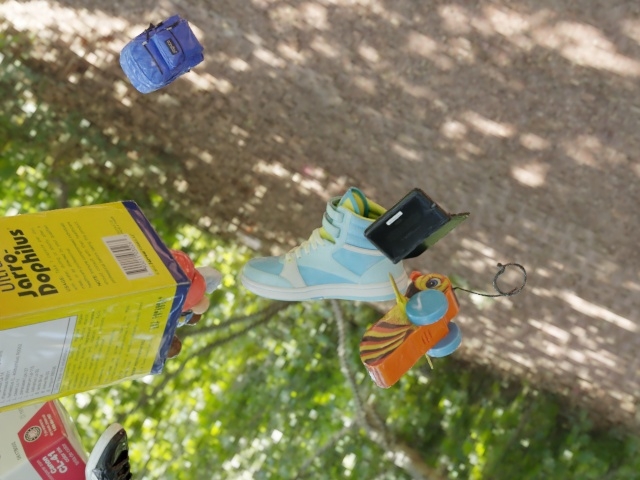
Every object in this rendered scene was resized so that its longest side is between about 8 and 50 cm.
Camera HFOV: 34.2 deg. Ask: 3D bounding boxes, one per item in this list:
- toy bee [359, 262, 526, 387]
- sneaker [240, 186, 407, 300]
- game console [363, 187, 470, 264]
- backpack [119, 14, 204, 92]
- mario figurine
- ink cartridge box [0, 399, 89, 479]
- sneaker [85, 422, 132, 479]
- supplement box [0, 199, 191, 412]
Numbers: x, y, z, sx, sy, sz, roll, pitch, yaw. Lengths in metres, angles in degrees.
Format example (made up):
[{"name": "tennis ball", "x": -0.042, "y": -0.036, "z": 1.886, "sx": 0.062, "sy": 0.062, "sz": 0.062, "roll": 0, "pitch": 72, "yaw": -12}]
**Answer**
[{"name": "toy bee", "x": 0.178, "y": 0.126, "z": 1.752, "sx": 0.162, "sy": 0.298, "sz": 0.195, "roll": 35, "pitch": 135, "yaw": 56}, {"name": "sneaker", "x": 0.000, "y": 0.000, "z": 1.933, "sx": 0.319, "sy": 0.208, "sz": 0.127, "roll": -1, "pitch": -157, "yaw": 10}, {"name": "game console", "x": 0.145, "y": -0.025, "z": 1.567, "sx": 0.107, "sy": 0.071, "sz": 0.122, "roll": 41, "pitch": 122, "yaw": -12}, {"name": "backpack", "x": -0.260, "y": -0.304, "z": 1.682, "sx": 0.098, "sy": 0.120, "sz": 0.101, "roll": 57, "pitch": 150, "yaw": -6}, {"name": "mario figurine", "x": -0.262, "y": 0.133, "z": 1.986, "sx": 0.170, "sy": 0.198, "sz": 0.320, "roll": -6, "pitch": 158, "yaw": -9}, {"name": "ink cartridge box", "x": -0.544, "y": 0.384, "z": 1.703, "sx": 0.226, "sy": 0.306, "sz": 0.131, "roll": 41, "pitch": 158, "yaw": 54}, {"name": "sneaker", "x": -0.297, "y": 0.386, "z": 1.593, "sx": 0.121, "sy": 0.217, "sz": 0.079, "roll": 27, "pitch": -151, "yaw": 13}, {"name": "supplement box", "x": -0.397, "y": 0.093, "z": 1.461, "sx": 0.357, "sy": 0.194, "sz": 0.195, "roll": -10, "pitch": -133, "yaw": -38}]
